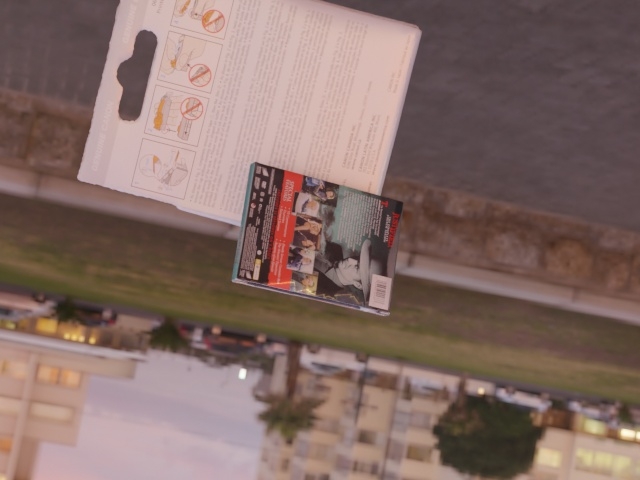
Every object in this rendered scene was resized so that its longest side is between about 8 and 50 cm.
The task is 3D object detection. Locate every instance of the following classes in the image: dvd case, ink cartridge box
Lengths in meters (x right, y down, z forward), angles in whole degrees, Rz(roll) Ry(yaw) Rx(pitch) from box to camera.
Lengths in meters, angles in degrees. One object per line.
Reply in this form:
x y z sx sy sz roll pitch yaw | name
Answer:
0.000 0.000 0.808 0.119 0.087 0.013 13 165 -21 | dvd case
-0.052 -0.102 0.873 0.224 0.181 0.056 15 -175 1 | ink cartridge box
